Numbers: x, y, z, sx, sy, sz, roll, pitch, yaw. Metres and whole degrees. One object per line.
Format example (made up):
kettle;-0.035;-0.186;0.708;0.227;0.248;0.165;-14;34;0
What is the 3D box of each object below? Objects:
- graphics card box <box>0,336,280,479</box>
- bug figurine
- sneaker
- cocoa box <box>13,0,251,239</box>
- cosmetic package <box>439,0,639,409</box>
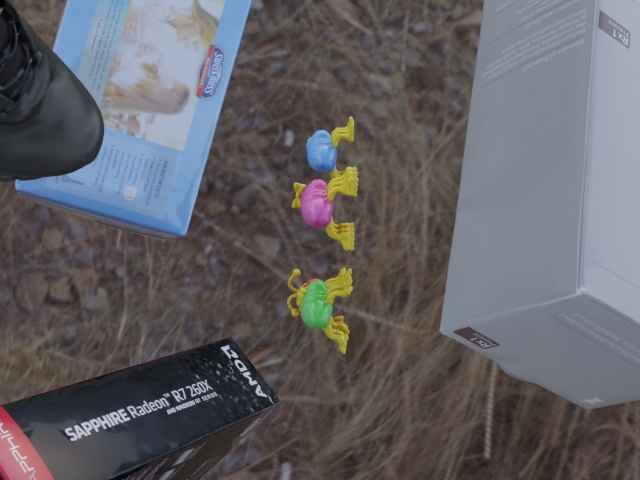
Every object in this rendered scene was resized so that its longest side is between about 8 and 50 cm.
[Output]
graphics card box;-0.213;0.211;0.920;0.094;0.233;0.371;50;23;15
bug figurine;0.000;0.000;1.255;0.072;0.216;0.279;2;105;-2
sneaker;-0.228;-0.121;0.636;0.286;0.130;0.109;36;62;-45
cocoa box;-0.257;-0.194;1.443;0.231;0.228;0.347;16;86;-15
cosmetic package;0.154;-0.039;0.603;0.127;0.107;0.238;26;57;-31
